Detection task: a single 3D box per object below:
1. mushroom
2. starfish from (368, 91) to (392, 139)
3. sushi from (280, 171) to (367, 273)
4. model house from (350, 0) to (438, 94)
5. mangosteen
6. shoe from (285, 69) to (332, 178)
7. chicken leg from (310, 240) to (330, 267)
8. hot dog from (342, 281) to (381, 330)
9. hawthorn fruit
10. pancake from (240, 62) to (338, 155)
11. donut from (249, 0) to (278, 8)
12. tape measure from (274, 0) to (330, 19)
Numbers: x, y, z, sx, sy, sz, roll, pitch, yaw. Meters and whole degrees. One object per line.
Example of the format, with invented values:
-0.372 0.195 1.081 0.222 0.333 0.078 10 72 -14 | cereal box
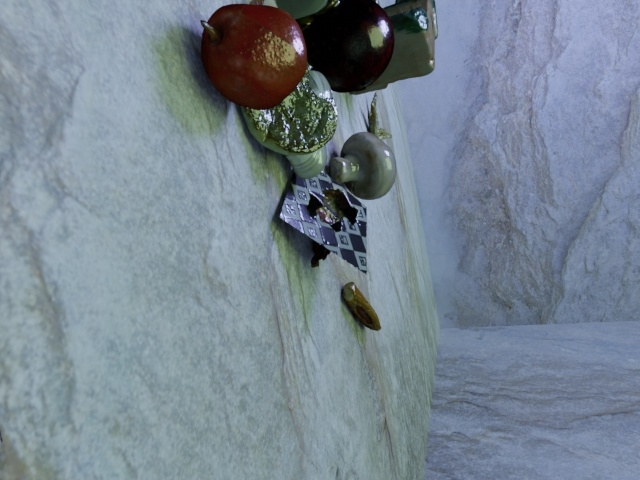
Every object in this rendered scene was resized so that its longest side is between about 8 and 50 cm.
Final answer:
0.129 -0.245 1.442 0.243 0.243 0.244 -7 90 -69 | mushroom
0.277 -0.516 2.027 0.358 0.078 0.347 -75 150 -44 | starfish
0.010 -0.065 1.158 0.294 0.059 0.292 36 38 -25 | sushi
0.257 -0.835 1.663 0.335 0.381 0.343 50 43 -57 | model house
0.074 -0.606 1.269 0.311 0.311 0.312 -7 90 -69 | mangosteen
-0.057 -0.326 1.080 0.159 0.124 0.317 25 59 -56 | shoe
0.002 0.003 1.206 0.089 0.048 0.219 55 34 -43 | chicken leg
0.145 0.239 1.470 0.289 0.068 0.083 52 13 -45 | hot dog
-0.140 -0.355 0.788 0.225 0.196 0.197 5 78 -56 | hawthorn fruit
-0.073 -0.311 0.969 0.253 0.037 0.254 2 85 -31 | pancake
-0.130 -0.491 1.008 0.174 0.068 0.175 -7 90 -71 | donut
-0.069 -0.690 1.047 0.115 0.207 0.235 -68 147 -46 | tape measure
